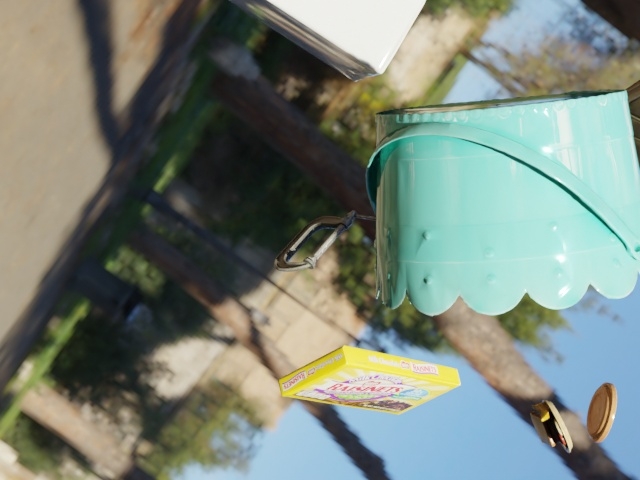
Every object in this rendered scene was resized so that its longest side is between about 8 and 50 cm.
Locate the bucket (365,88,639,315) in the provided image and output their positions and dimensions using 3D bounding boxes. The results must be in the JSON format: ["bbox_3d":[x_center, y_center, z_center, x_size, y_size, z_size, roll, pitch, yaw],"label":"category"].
[{"bbox_3d":[0.176,-0.043,1.230,0.281,0.281,0.183,-114,-163,-83],"label":"bucket"}]

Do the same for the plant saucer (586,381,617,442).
[{"bbox_3d":[0.381,0.234,1.757,0.083,0.013,0.083,-165,-90,-85],"label":"plant saucer"}]

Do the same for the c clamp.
[{"bbox_3d":[0.000,0.000,2.123,0.160,0.022,0.137,-45,-146,-24],"label":"c clamp"}]

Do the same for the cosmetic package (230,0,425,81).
[{"bbox_3d":[-0.063,-0.470,2.268,0.161,0.453,0.230,-59,-170,-3],"label":"cosmetic package"}]

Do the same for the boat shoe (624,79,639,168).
[{"bbox_3d":[0.399,-0.146,1.575,0.104,0.110,0.307,-57,179,-24],"label":"boat shoe"}]

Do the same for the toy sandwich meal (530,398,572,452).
[{"bbox_3d":[0.302,0.246,1.696,0.029,0.086,0.085,-25,-173,-1],"label":"toy sandwich meal"}]

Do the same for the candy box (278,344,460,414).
[{"bbox_3d":[0.060,0.163,1.489,0.105,0.206,0.027,-33,-123,34],"label":"candy box"}]
